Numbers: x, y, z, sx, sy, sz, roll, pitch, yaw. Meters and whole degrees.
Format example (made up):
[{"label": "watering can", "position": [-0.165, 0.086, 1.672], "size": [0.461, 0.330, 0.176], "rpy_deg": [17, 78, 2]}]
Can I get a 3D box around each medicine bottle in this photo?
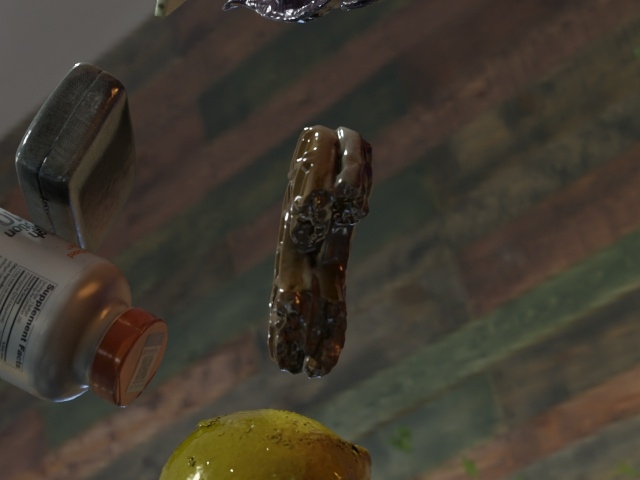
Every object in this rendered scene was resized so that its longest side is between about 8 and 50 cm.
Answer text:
[{"label": "medicine bottle", "position": [-0.301, 0.065, 1.801], "size": [0.289, 0.157, 0.157], "rpy_deg": [25, -15, 17]}]

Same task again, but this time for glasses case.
[{"label": "glasses case", "position": [-0.255, -0.075, 1.876], "size": [0.074, 0.131, 0.323], "rpy_deg": [30, -16, 5]}]

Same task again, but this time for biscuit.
[{"label": "biscuit", "position": [-0.001, -0.003, 2.500], "size": [0.115, 0.268, 0.366], "rpy_deg": [9, -55, -4]}]

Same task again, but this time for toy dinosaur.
[{"label": "toy dinosaur", "position": [0.013, -0.328, 2.177], "size": [0.294, 0.162, 0.077], "rpy_deg": [-15, -60, 48]}]

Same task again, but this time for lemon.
[{"label": "lemon", "position": [-0.052, 0.227, 1.458], "size": [0.206, 0.173, 0.173], "rpy_deg": [-6, -23, 0]}]

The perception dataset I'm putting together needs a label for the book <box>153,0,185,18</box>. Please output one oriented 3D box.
[{"label": "book", "position": [-0.114, -0.405, 1.907], "size": [0.020, 0.208, 0.295], "rpy_deg": [18, -63, 9]}]
